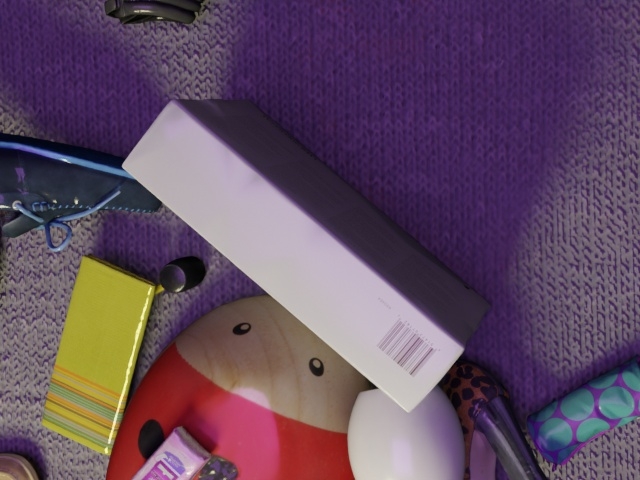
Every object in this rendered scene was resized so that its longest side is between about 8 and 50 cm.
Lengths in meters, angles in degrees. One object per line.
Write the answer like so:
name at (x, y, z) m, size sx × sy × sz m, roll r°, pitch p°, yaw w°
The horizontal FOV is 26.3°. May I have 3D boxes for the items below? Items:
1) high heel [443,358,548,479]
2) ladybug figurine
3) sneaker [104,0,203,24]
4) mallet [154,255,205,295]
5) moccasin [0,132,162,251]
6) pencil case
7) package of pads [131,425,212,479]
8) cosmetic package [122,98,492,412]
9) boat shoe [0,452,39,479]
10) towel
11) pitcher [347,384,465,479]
high heel at (0.135, 0.268, 1.577) m, size 0.261 × 0.093 × 0.186 m, roll -43°, pitch 58°, yaw 29°
ladybug figurine at (-0.108, 0.282, 1.571) m, size 0.305 × 0.162 × 0.450 m, roll 21°, pitch 101°, yaw 9°
sneaker at (-0.254, -0.332, 1.564) m, size 0.295 × 0.104 × 0.147 m, roll 17°, pitch 95°, yaw 6°
mallet at (-0.217, 0.074, 1.643) m, size 0.189 × 0.062 × 0.039 m, roll -32°, pitch 87°, yaw 29°
moccasin at (-0.353, -0.060, 1.575) m, size 0.341 × 0.138 × 0.117 m, roll 9°, pitch 98°, yaw -13°
pencil case at (0.307, 0.191, 1.516) m, size 0.151 × 0.064 × 0.070 m, roll -31°, pitch 75°, yaw 15°
package of pads at (-0.161, 0.246, 1.479) m, size 0.050 × 0.032 × 0.083 m, roll 43°, pitch 103°, yaw 9°
cosmetic package at (0.000, 0.000, 1.453) m, size 0.377 × 0.284 × 0.097 m, roll 41°, pitch 105°, yaw 6°
boat shoe at (-0.488, 0.353, 1.698) m, size 0.302 × 0.098 × 0.109 m, roll -21°, pitch 91°, yaw 14°
towel at (-0.265, 0.139, 1.638) m, size 0.102 × 0.021 × 0.237 m, roll 22°, pitch 111°, yaw 14°
pitcher at (0.085, 0.263, 1.494) m, size 0.177 × 0.125 × 0.207 m, roll -18°, pitch 80°, yaw 55°
